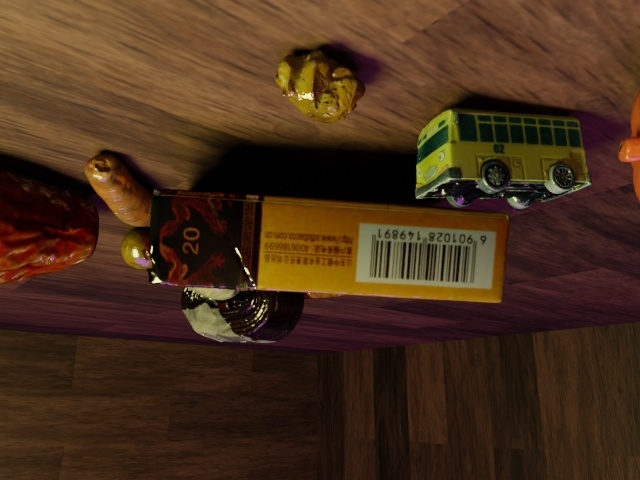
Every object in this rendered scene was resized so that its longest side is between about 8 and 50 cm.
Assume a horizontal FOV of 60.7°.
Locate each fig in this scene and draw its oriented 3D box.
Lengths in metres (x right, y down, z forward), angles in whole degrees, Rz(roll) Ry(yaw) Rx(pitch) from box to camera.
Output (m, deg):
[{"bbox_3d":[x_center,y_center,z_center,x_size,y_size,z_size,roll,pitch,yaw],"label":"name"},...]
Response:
[{"bbox_3d":[-0.334,0.014,1.021,0.098,0.081,0.084,5,-153,45],"label":"fig"}]

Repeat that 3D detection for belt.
[{"bbox_3d":[-0.175,0.143,1.260,0.290,0.184,0.164,-5,168,35],"label":"belt"}]

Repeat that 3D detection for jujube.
[{"bbox_3d":[-0.441,-0.015,0.753,0.256,0.189,0.190,6,164,-43],"label":"jujube"}]

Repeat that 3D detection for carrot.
[{"bbox_3d":[-0.278,-0.066,0.769,0.060,0.060,0.186,-1,163,3],"label":"carrot"}]

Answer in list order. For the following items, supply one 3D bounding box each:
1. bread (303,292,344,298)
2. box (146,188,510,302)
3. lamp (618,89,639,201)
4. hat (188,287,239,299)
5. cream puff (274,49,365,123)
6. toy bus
[{"bbox_3d":[-0.021,0.102,1.287,0.105,0.075,0.233,1,170,-35],"label":"bread"},{"bbox_3d":[0.000,-0.001,0.740,0.416,0.115,0.264,3,-175,-6],"label":"box"},{"bbox_3d":[0.351,-0.087,0.477,0.164,0.187,0.187,-4,163,16],"label":"lamp"},{"bbox_3d":[-0.187,0.049,0.981,0.252,0.109,0.252,12,161,4],"label":"hat"},{"bbox_3d":[-0.001,-0.140,0.514,0.083,0.058,0.083,-2,165,14],"label":"cream puff"},{"bbox_3d":[0.195,-0.090,0.604,0.175,0.101,0.088,0,170,-16],"label":"toy bus"}]
